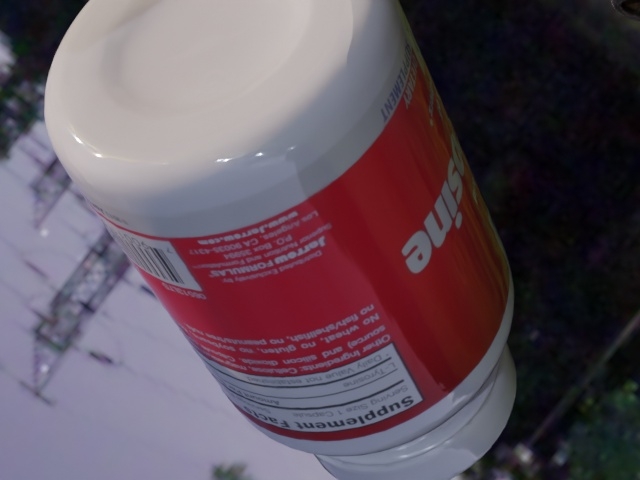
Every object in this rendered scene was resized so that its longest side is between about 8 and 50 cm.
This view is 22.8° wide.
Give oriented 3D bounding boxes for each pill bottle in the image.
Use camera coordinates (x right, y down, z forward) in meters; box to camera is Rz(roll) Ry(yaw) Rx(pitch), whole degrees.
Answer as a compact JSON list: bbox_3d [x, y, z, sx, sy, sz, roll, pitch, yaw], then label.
[{"bbox_3d":[0.000,0.000,1.080,0.229,0.229,0.408,44,169,43],"label":"pill bottle"}]

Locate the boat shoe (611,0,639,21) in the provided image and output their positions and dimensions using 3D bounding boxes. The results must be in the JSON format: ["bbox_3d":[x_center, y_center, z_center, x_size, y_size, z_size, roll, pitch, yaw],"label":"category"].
[{"bbox_3d":[0.167,-0.082,0.513,0.095,0.095,0.257,20,-169,-15],"label":"boat shoe"}]
